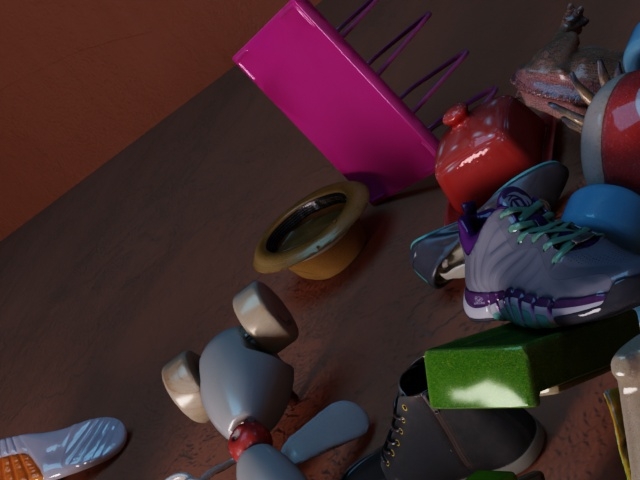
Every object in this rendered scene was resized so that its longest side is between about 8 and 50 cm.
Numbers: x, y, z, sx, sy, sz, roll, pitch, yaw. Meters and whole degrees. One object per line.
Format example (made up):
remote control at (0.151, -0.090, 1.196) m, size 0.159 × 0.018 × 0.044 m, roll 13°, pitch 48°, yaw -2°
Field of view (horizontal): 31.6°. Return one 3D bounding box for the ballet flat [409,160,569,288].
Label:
ballet flat at (0.193, -0.009, 1.246) m, size 0.203 × 0.074 × 0.074 m, roll -31°, pitch 22°, yaw 14°

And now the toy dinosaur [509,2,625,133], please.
toy dinosaur at (0.284, -0.164, 1.210) m, size 0.200 × 0.127 × 0.295 m, roll -39°, pitch 31°, yaw -29°

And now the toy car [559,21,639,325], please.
toy car at (0.343, -0.051, 0.869) m, size 0.238 × 0.210 × 0.219 m, roll -2°, pitch 53°, yaw 44°

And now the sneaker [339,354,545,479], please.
sneaker at (0.078, 0.171, 1.012) m, size 0.222 × 0.118 × 0.083 m, roll -30°, pitch 24°, yaw 33°

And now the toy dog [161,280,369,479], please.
toy dog at (-0.055, 0.207, 1.216) m, size 0.220 × 0.161 × 0.334 m, roll -29°, pitch 39°, yaw 28°

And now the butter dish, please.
butter dish at (0.194, -0.117, 1.372) m, size 0.159 × 0.118 × 0.160 m, roll -29°, pitch 24°, yaw 33°

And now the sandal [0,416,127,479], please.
sandal at (-0.392, 0.335, 1.661) m, size 0.265 × 0.076 × 0.102 m, roll -15°, pitch 43°, yaw 14°

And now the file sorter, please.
file sorter at (0.070, -0.234, 1.563) m, size 0.182 × 0.291 × 0.202 m, roll -50°, pitch 11°, yaw -29°

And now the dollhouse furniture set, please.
dollhouse furniture set at (0.237, 0.148, 0.738) m, size 0.301 × 0.198 × 0.151 m, roll -8°, pitch 0°, yaw 42°

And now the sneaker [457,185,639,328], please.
sneaker at (0.157, 0.008, 0.814) m, size 0.083 × 0.098 × 0.223 m, roll -16°, pitch 2°, yaw -23°

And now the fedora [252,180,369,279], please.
fedora at (0.000, 0.000, 1.561) m, size 0.194 × 0.079 × 0.194 m, roll -31°, pitch 24°, yaw 15°
